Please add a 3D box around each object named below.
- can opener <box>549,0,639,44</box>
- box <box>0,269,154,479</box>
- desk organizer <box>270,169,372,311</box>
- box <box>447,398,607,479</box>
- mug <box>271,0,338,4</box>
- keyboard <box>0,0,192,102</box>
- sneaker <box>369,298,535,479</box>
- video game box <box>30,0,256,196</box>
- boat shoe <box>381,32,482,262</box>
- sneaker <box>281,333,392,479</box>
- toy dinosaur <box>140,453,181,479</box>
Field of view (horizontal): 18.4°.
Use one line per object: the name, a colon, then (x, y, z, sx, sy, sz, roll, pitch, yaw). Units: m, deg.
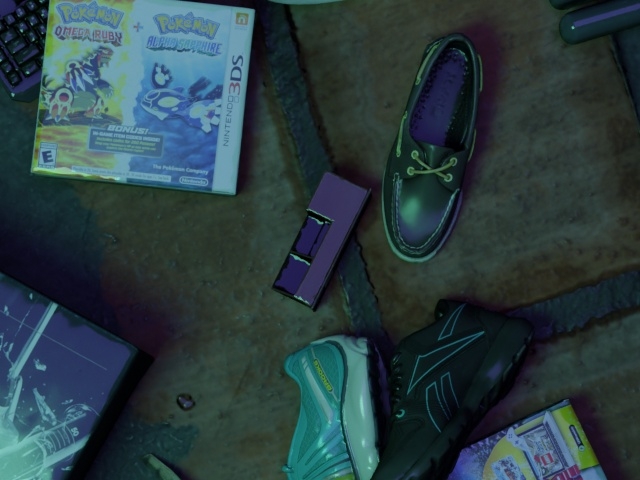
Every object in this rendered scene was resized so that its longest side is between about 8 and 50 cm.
can opener: (0.367, -0.268, 1.939, 0.283, 0.095, 0.076, -17, 83, -1)
box: (-0.383, 0.159, 1.861, 0.343, 0.179, 0.312, 28, 84, 3)
desk organizer: (0.000, 0.000, 1.940, 0.050, 0.047, 0.130, 26, 85, 5)
box: (0.216, 0.290, 1.908, 0.159, 0.044, 0.233, -25, 84, -2)
mug: (0.015, -0.441, 1.824, 0.276, 0.374, 0.328, -16, 77, -6)
keyboard: (-0.222, -0.298, 1.981, 0.317, 0.033, 0.201, -33, 85, -4)
sneaker: (0.101, 0.157, 1.868, 0.106, 0.101, 0.267, 29, 50, 13)
video game box: (-0.173, -0.146, 1.944, 0.205, 0.048, 0.187, 6, 87, -3)
boat shoe: (0.108, -0.092, 1.936, 0.081, 0.068, 0.227, 11, 84, 2)
sneaker: (0.021, 0.230, 1.905, 0.110, 0.107, 0.275, -8, 79, 19)
toy dinosaur: (-0.078, 0.315, 1.903, 0.118, 0.064, 0.268, -21, 81, 5)
